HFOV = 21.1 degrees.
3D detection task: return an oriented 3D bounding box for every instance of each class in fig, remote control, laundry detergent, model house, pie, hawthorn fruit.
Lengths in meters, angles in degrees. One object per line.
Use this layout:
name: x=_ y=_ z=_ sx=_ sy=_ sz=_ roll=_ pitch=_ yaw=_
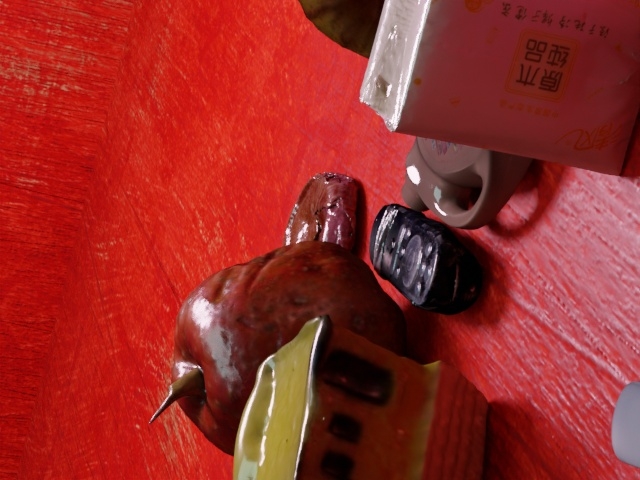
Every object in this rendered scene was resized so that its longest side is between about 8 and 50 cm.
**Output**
fig: x=0.077 y=-0.296 z=1.938 sx=0.321 sy=0.217 sz=0.217 roll=-47 pitch=-33 yaw=-89
remote control: x=0.110 y=0.018 z=1.847 sx=0.266 sy=0.066 sz=0.090 roll=-138 pitch=67 yaw=-72
laundry detergent: x=0.147 y=-0.081 z=1.753 sx=0.237 sy=0.076 sz=0.171 roll=122 pitch=151 yaw=-47
model house: x=0.052 y=0.212 z=1.661 sx=0.175 sy=0.234 sz=0.193 roll=-36 pitch=37 yaw=54
pie: x=0.000 y=0.000 z=2.164 sx=0.182 sy=0.049 sz=0.182 roll=-165 pitch=90 yaw=-70
hawthorn fruit: x=-0.033 y=0.124 z=1.892 sx=0.258 sy=0.261 sz=0.258 roll=-165 pitch=90 yaw=-85

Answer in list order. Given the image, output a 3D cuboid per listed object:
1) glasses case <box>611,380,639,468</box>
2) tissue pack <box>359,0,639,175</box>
glasses case: x=0.277 y=0.149 z=1.323 sx=0.178 sy=0.045 sz=0.067 roll=-174 pitch=94 yaw=-70
tissue pack: x=0.172 y=-0.174 z=1.507 sx=0.124 sy=0.225 sz=0.185 roll=-128 pitch=50 yaw=-64
